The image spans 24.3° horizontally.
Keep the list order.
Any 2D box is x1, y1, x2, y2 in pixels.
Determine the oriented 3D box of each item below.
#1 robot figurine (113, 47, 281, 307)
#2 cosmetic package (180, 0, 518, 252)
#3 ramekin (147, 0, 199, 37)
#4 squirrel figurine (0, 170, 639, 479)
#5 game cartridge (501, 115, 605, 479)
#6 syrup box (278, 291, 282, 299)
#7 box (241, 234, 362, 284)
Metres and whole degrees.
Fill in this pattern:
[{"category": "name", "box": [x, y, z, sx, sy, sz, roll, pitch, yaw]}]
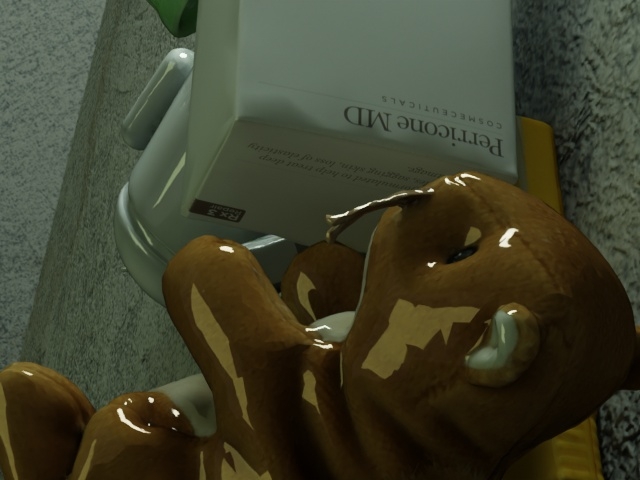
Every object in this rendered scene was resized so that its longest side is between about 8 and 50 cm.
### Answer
[{"category": "robot figurine", "box": [-0.079, -0.060, 1.485, 0.300, 0.200, 0.353, 45, 119, 22]}, {"category": "cosmetic package", "box": [0.022, -0.191, 1.135, 0.156, 0.217, 0.385, 125, 150, -55]}, {"category": "ramekin", "box": [-0.123, -0.397, 1.725, 0.303, 0.148, 0.303, -49, -1, -1]}, {"category": "squirrel figurine", "box": [0.042, 0.160, 0.899, 0.370, 0.281, 0.397, -31, 60, 26]}, {"category": "game cartridge", "box": [0.104, 0.112, 1.124, 0.285, 0.053, 0.323, -50, 35, 47]}, {"category": "syrup box", "box": [-0.018, 0.118, 1.407, 0.237, 0.093, 0.096, 136, 142, -58]}, {"category": "box", "box": [0.000, 0.000, 1.304, 0.145, 0.186, 0.038, -8, 102, 69]}]
